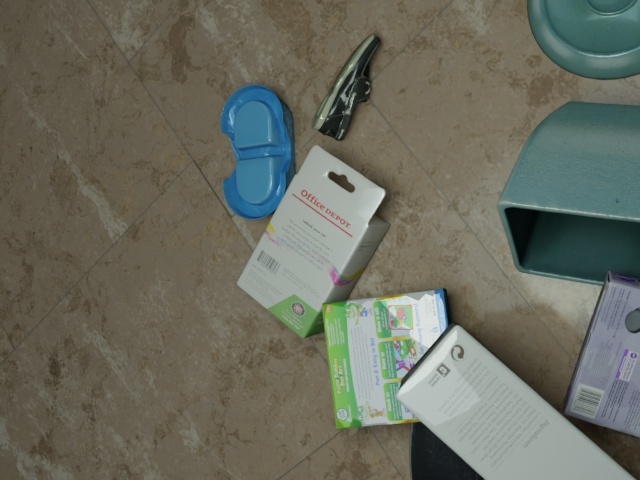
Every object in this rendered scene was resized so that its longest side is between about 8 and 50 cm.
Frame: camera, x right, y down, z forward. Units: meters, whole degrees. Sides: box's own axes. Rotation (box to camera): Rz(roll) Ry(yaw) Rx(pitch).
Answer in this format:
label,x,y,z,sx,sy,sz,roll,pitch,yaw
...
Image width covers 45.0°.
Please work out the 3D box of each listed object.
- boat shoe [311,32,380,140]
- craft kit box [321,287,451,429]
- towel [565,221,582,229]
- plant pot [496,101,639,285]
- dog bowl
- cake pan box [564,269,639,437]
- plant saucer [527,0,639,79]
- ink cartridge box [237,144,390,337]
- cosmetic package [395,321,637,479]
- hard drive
label,x,y,z,sx,sy,sz,roll,pitch,yaw
boat shoe,0.067,-0.323,1.627,0.079,0.084,0.233,27,97,-13
craft kit box,0.138,0.230,1.498,0.247,0.061,0.249,-8,84,14
towel,0.438,0.011,1.433,0.119,0.029,0.067,-22,78,26
plant pot,0.465,-0.089,1.297,0.248,0.247,0.252,10,65,27
dog bowl,-0.133,-0.194,1.725,0.166,0.074,0.297,-4,88,29
cake pan box,0.552,0.208,1.259,0.246,0.070,0.266,15,109,15
plant saucer,0.525,-0.450,1.382,0.318,0.044,0.317,0,89,28
ink cartridge box,0.000,0.000,1.623,0.207,0.119,0.353,37,107,23
cosmetic package,0.348,0.345,1.298,0.453,0.230,0.161,41,92,10
hard drive,0.254,0.377,1.516,0.172,0.054,0.254,6,92,29
